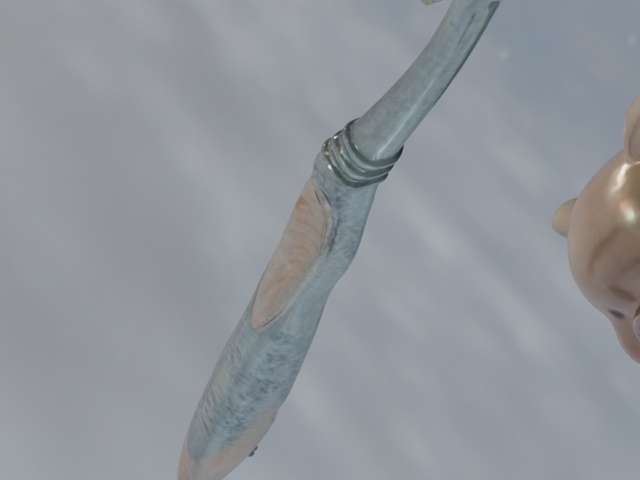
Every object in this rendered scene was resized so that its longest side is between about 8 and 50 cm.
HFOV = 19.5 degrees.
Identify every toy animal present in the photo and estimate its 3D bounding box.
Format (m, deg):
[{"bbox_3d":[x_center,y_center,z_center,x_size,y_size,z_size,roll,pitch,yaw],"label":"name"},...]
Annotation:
[{"bbox_3d":[0.144,0.014,0.644,0.150,0.083,0.089,35,-157,-15],"label":"toy animal"}]

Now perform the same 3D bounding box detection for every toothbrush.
[{"bbox_3d":[0.000,0.000,0.574,0.037,0.375,0.028,-18,-114,-26],"label":"toothbrush"}]
